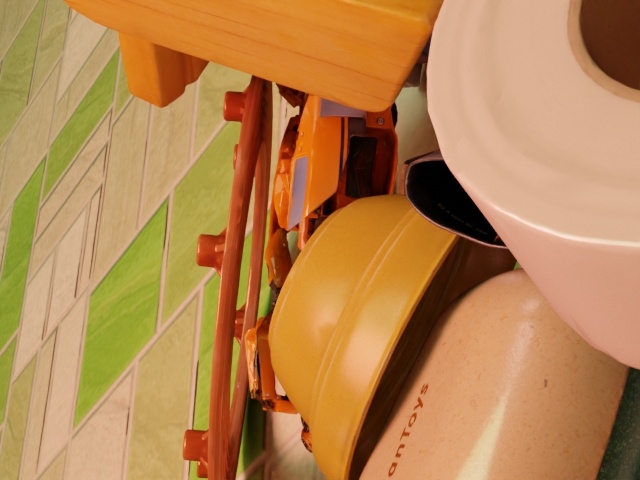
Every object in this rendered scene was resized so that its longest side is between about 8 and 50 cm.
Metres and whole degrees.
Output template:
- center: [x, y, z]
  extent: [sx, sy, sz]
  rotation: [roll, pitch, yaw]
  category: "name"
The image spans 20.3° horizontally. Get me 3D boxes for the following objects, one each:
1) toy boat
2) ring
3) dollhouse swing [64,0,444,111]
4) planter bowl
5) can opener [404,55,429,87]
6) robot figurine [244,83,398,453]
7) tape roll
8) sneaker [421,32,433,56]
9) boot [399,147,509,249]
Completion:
- center: [0.117, 0.147, 0.860]
  extent: [0.267, 0.148, 0.318]
  rotation: [-65, 14, -4]
  category: "toy boat"
- center: [-0.066, 0.036, 1.301]
  extent: [0.336, 0.032, 0.336]
  rotation: [5, -90, -89]
  category: "ring"
- center: [0.042, -0.220, 1.088]
  extent: [0.346, 0.315, 0.305]
  rotation: [-62, -24, -20]
  category: "dollhouse swing"
- center: [0.032, 0.042, 1.035]
  extent: [0.217, 0.090, 0.217]
  rotation: [-53, -19, -28]
  category: "planter bowl"
- center: [0.086, -0.241, 1.369]
  extent: [0.093, 0.074, 0.280]
  rotation: [-8, 59, 26]
  category: "can opener"
- center: [0.000, 0.000, 1.223]
  extent: [0.211, 0.085, 0.291]
  rotation: [141, 134, -81]
  category: "robot figurine"
- center: [0.190, -0.083, 0.732]
  extent: [0.286, 0.100, 0.286]
  rotation: [-22, 42, 21]
  category: "tape roll"
- center: [0.123, -0.128, 1.072]
  extent: [0.323, 0.130, 0.236]
  rotation: [-31, 39, 49]
  category: "sneaker"
- center: [0.139, -0.007, 0.887]
  extent: [0.219, 0.106, 0.082]
  rotation: [31, 134, 46]
  category: "boot"
